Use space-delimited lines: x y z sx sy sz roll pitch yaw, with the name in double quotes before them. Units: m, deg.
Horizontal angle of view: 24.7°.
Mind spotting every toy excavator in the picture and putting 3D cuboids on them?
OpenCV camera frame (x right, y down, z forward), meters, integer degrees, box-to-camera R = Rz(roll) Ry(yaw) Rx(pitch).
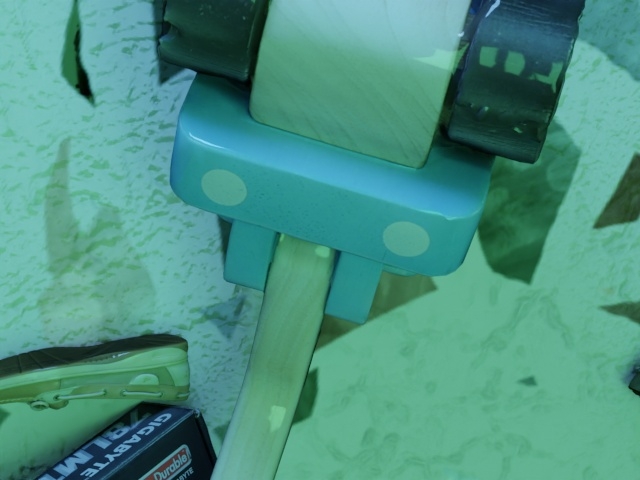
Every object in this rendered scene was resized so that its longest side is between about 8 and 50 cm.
"toy excavator" 0.000 0.000 0.926 0.222 0.433 0.445 15 134 3

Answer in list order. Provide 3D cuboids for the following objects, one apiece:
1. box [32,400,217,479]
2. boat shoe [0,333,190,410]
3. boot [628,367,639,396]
"box" -0.154 0.307 0.992 0.295 0.073 0.293 -35 117 -42
"boat shoe" -0.165 0.100 1.017 0.153 0.056 0.048 -9 102 -23
"boot" 0.366 0.074 1.180 0.189 0.076 0.208 36 85 -25
